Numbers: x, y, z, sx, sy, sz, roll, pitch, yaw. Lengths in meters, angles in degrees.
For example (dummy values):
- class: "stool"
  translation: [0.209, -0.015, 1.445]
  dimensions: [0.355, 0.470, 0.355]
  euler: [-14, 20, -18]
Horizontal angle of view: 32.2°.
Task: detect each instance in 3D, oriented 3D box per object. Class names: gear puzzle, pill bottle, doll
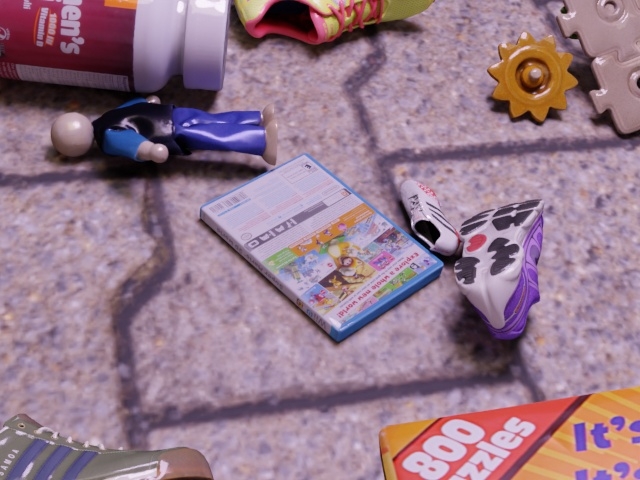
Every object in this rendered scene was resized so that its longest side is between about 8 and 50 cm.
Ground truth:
- class: "gear puzzle"
  translation: [0.319, -0.191, 1.077]
  dimensions: [0.338, 0.044, 0.176]
  euler: [-22, 88, -9]
- class: "pill bottle"
  translation: [-0.193, -0.194, 0.978]
  dimensions: [0.221, 0.121, 0.121]
  euler: [5, 45, -4]
- class: "doll"
  translation: [-0.132, -0.091, 0.935]
  dimensions: [0.189, 0.046, 0.129]
  euler: [1, 27, -6]

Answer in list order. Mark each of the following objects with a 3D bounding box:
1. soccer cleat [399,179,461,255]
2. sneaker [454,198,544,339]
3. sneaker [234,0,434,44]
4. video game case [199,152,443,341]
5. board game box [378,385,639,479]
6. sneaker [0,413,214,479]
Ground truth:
- class: "soccer cleat"
  translation: [0.086, -0.020, 0.915]
  dimensions: [0.035, 0.029, 0.083]
  euler: [5, 43, -43]
- class: "sneaker"
  translation: [0.145, 0.022, 0.874]
  dimensions: [0.068, 0.071, 0.170]
  euler: [-13, 22, 26]
- class: "sneaker"
  translation: [0.014, -0.228, 1.088]
  dimensions: [0.208, 0.081, 0.094]
  euler: [-4, 53, -4]
- class: "video game case"
  translation: [0.000, 0.000, 0.895]
  dimensions: [0.119, 0.015, 0.166]
  euler: [-30, 57, -34]
- class: "board game box"
  translation: [0.231, 0.272, 0.321]
  dimensions: [0.356, 0.357, 0.356]
  euler: [-8, 28, -3]
- class: "sneaker"
  translation: [-0.169, 0.141, 0.689]
  dimensions: [0.192, 0.064, 0.086]
  euler: [-12, 54, -17]
